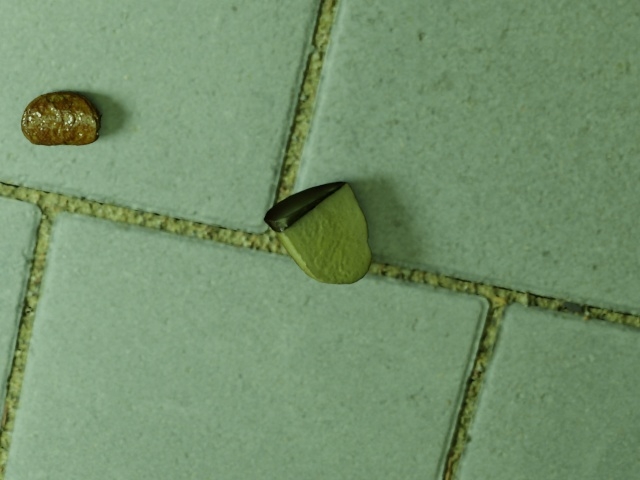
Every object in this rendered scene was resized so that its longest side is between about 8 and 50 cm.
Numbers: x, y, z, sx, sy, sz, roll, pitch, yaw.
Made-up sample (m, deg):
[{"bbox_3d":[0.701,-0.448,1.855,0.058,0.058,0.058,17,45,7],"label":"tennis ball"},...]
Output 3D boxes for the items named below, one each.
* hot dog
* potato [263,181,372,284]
[{"bbox_3d":[-0.270,-0.125,2.006,0.083,0.035,0.058,1,109,-1],"label":"hot dog"},{"bbox_3d":[0.000,0.000,2.036,0.096,0.066,0.103,-28,104,-18],"label":"potato"}]
